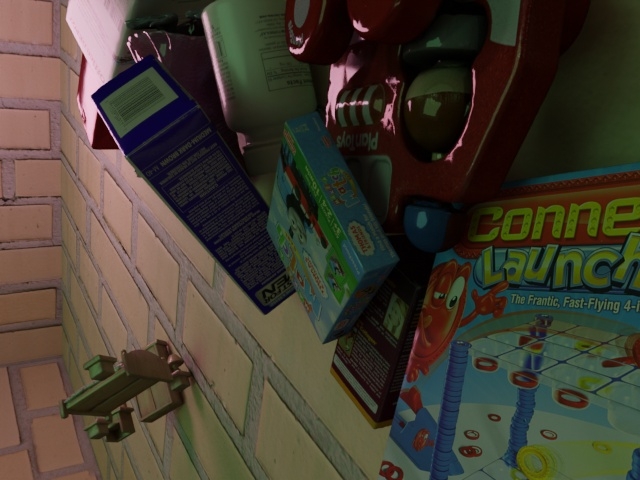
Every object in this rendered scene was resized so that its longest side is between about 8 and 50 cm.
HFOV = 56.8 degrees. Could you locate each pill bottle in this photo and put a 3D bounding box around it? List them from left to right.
[{"bbox_3d":[-0.075,-0.210,0.814,0.131,0.131,0.229,2,107,58],"label":"pill bottle"}]

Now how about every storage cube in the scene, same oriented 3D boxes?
[{"bbox_3d":[-0.423,-0.334,1.311,0.215,0.183,0.193,63,141,31],"label":"storage cube"}]

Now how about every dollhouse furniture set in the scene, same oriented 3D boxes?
[{"bbox_3d":[-0.493,0.310,1.340,0.303,0.355,0.174,-33,61,12],"label":"dollhouse furniture set"}]

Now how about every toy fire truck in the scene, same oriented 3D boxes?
[{"bbox_3d":[0.082,-0.125,0.518,0.302,0.169,0.254,19,107,63],"label":"toy fire truck"}]

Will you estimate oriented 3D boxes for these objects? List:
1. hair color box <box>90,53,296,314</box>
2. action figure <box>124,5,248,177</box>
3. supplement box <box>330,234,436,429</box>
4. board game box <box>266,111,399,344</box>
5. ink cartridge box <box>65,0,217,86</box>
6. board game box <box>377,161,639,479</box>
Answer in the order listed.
[{"bbox_3d":[-0.148,-0.065,0.810,0.185,0.110,0.339,48,172,44],"label":"hair color box"},{"bbox_3d":[-0.191,-0.197,1.004,0.248,0.276,0.370,37,144,57],"label":"action figure"},{"bbox_3d":[0.085,0.099,0.659,0.104,0.081,0.188,44,130,47],"label":"supplement box"},{"bbox_3d":[0.000,0.000,0.597,0.160,0.039,0.211,63,161,20],"label":"board game box"},{"bbox_3d":[-0.320,-0.432,1.085,0.198,0.197,0.270,60,143,8],"label":"ink cartridge box"},{"bbox_3d":[0.186,0.104,0.385,0.308,0.086,0.302,-5,65,58],"label":"board game box"}]
